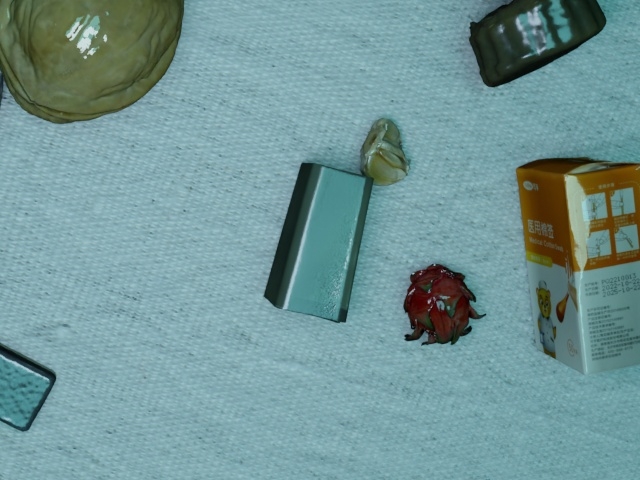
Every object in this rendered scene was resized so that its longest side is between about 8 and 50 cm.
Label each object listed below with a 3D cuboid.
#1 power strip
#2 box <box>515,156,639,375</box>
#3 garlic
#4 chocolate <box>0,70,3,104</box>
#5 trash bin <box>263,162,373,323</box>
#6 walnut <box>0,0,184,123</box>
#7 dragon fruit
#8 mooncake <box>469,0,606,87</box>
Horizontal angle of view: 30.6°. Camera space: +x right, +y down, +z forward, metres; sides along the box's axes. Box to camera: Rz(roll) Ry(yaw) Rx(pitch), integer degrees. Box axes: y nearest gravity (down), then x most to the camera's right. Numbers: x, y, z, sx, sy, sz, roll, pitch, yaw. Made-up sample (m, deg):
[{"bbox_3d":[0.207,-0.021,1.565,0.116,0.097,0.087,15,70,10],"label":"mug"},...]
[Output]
[{"bbox_3d":[-0.563,0.204,1.896,0.257,0.070,0.105,30,88,-13],"label":"power strip"},{"bbox_3d":[0.446,0.031,1.963,0.143,0.225,0.341,-11,98,-10],"label":"box"},{"bbox_3d":[0.105,-0.147,1.964,0.094,0.074,0.113,21,89,-39],"label":"garlic"},{"bbox_3d":[-0.648,-0.243,1.819,0.303,0.100,0.185,4,85,-12],"label":"chocolate"},{"bbox_3d":[0.000,0.000,1.917,0.122,0.164,0.240,13,93,-11],"label":"trash bin"},{"bbox_3d":[-0.351,-0.322,1.763,0.252,0.277,0.313,49,56,-41],"label":"walnut"},{"bbox_3d":[0.201,0.111,1.992,0.121,0.130,0.142,-32,101,-38],"label":"dragon fruit"},{"bbox_3d":[0.349,-0.348,1.911,0.228,0.228,0.124,-25,92,-6],"label":"mooncake"}]
